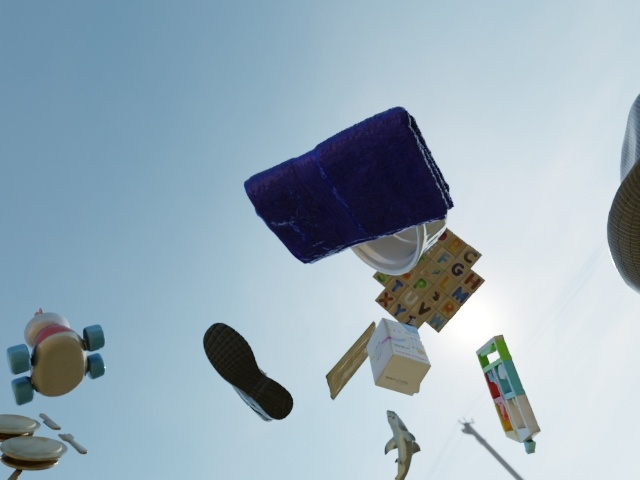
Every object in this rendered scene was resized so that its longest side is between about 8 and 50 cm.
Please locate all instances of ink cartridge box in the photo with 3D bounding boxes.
[{"bbox_3d":[0.165,0.251,0.910,0.092,0.143,0.090,18,-67,-12],"label":"ink cartridge box"}]

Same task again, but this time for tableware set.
[{"bbox_3d":[-0.465,0.315,0.660,0.128,0.194,0.039,27,-108,-48],"label":"tableware set"}]

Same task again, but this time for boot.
[{"bbox_3d":[-0.171,0.295,0.913,0.246,0.161,0.083,48,-122,2],"label":"boot"}]

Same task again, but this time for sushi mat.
[{"bbox_3d":[0.126,0.455,1.634,0.316,0.019,0.152,-40,-43,-35],"label":"sushi mat"}]

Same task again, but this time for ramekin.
[{"bbox_3d":[0.168,-0.070,1.027,0.135,0.277,0.278,-32,-52,-31],"label":"ramekin"}]

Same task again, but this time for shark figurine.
[{"bbox_3d":[0.290,0.738,1.454,0.116,0.166,0.279,17,-108,-32],"label":"shark figurine"}]

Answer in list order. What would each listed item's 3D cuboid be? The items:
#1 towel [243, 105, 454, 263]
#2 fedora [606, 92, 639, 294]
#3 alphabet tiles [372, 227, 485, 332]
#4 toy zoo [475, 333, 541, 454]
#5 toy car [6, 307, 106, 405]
[{"bbox_3d":[0.049,-0.069,0.727,0.308,0.076,0.228,-22,-48,24],"label":"towel"},{"bbox_3d":[0.345,-0.061,0.351,0.275,0.124,0.244,31,-61,-19],"label":"fedora"},{"bbox_3d":[0.350,0.125,1.405,0.343,0.285,0.011,-51,-17,7],"label":"alphabet tiles"},{"bbox_3d":[0.513,0.424,1.171,0.030,0.294,0.192,-11,-27,-2],"label":"toy zoo"},{"bbox_3d":[-0.763,0.296,1.210,0.219,0.238,0.211,-12,-54,-42],"label":"toy car"}]
